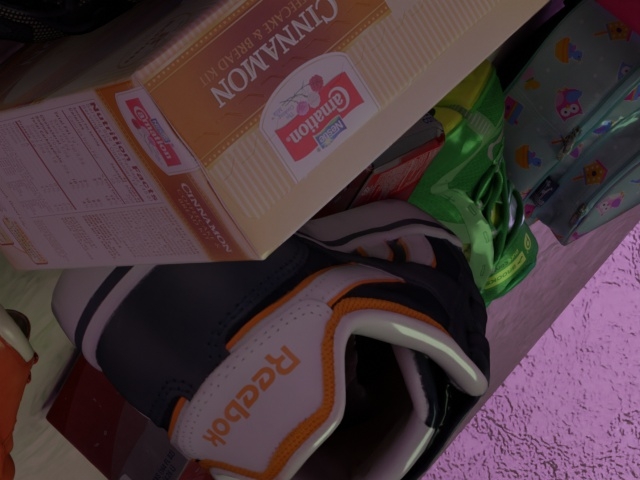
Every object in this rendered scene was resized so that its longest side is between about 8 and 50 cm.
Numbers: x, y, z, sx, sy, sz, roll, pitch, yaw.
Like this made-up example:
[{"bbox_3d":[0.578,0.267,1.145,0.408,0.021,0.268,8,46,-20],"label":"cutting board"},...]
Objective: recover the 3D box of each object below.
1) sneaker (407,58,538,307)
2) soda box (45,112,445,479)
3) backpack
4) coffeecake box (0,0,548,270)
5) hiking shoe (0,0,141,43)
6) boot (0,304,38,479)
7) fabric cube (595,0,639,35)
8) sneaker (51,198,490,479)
[{"bbox_3d":[0.100,-0.029,1.181,0.109,0.123,0.295,-46,166,-13],"label":"sneaker"},{"bbox_3d":[-0.043,0.022,0.920,0.083,0.092,0.263,-25,153,-54],"label":"soda box"},{"bbox_3d":[0.203,-0.098,1.296,0.166,0.144,0.188,-22,148,-52],"label":"backpack"},{"bbox_3d":[-0.034,-0.059,0.585,0.142,0.068,0.185,-42,-161,-26],"label":"coffeecake box"},{"bbox_3d":[-0.071,-0.097,0.495,0.114,0.086,0.227,-54,171,20],"label":"hiking shoe"},{"bbox_3d":[-0.155,0.075,0.794,0.085,0.059,0.158,-51,167,-15],"label":"boot"},{"bbox_3d":[0.277,-0.223,0.923,0.254,0.258,0.259,-48,167,-7],"label":"fabric cube"},{"bbox_3d":[0.010,0.058,0.777,0.126,0.127,0.321,-50,160,15],"label":"sneaker"}]
